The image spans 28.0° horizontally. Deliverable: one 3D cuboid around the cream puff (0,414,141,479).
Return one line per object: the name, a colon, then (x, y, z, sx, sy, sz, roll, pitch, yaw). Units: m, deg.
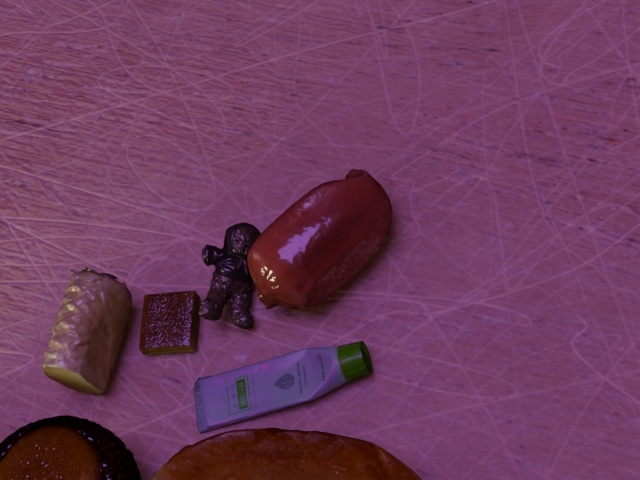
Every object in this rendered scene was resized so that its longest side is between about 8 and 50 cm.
cream puff: (-0.363, 0.371, 1.813, 0.239, 0.165, 0.239, -9, 55, 12)

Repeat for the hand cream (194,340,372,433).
hand cream: (-0.059, 0.206, 1.875, 0.275, 0.050, 0.079, -18, 32, 15)

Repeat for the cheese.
cheese: (-0.353, 0.141, 1.957, 0.093, 0.123, 0.167, 7, 64, 16)

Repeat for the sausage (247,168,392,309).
sausage: (0.000, 0.000, 1.900, 0.254, 0.148, 0.148, -41, 59, -6)

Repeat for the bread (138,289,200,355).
bread: (-0.232, 0.126, 1.973, 0.090, 0.035, 0.094, -6, 62, 16)

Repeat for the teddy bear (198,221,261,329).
teddy bear: (-0.131, 0.053, 1.956, 0.119, 0.078, 0.160, 17, 77, -17)

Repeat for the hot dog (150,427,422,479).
hot dog: (-0.048, 0.353, 1.663, 0.405, 0.185, 0.223, 5, 30, -9)
